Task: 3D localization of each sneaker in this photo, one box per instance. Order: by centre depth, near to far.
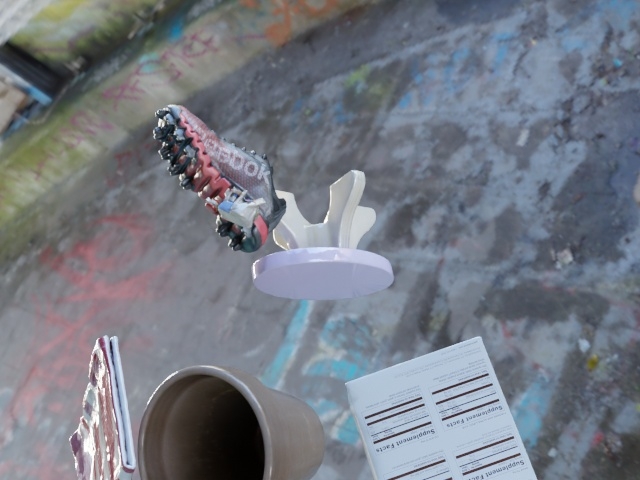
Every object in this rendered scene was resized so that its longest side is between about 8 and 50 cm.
[{"bbox_3d":[-0.157,-0.117,1.459,0.135,0.276,0.097,-39,2,-35],"label":"sneaker"}]

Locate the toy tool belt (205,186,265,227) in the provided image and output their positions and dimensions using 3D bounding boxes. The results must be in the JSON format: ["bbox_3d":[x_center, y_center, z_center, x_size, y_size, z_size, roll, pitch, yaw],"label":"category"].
[{"bbox_3d":[-0.128,-0.055,1.344,0.083,0.052,0.051,22,62,27],"label":"toy tool belt"}]

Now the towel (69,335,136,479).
[{"bbox_3d":[-0.344,0.333,1.387,0.329,0.037,0.237,115,145,-43],"label":"towel"}]

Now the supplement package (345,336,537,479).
[{"bbox_3d":[0.128,0.234,0.935,0.149,0.194,0.203,-19,74,-2],"label":"supplement package"}]

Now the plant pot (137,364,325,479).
[{"bbox_3d":[-0.116,0.324,1.390,0.263,0.229,0.263,-5,81,33],"label":"plant pot"}]

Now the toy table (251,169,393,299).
[{"bbox_3d":[0.000,0.000,1.564,0.252,0.274,0.161,-27,61,36],"label":"toy table"}]
